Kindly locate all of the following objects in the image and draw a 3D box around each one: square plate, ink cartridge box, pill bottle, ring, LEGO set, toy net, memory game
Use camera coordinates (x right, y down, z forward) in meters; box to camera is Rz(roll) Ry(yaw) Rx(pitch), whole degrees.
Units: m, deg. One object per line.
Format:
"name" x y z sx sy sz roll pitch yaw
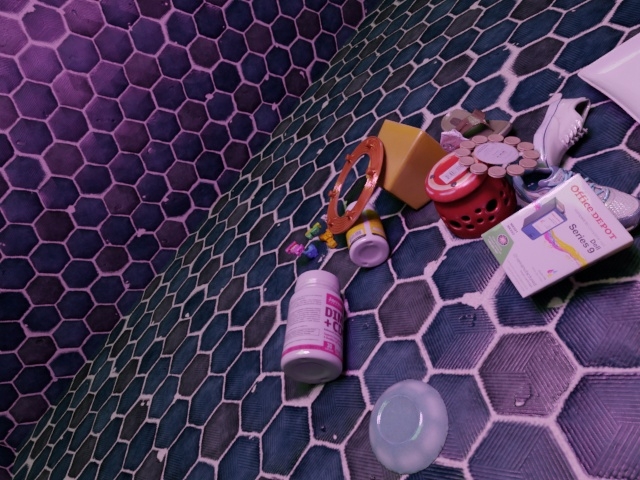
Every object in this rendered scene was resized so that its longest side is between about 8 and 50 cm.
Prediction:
"square plate" 0.823 -0.397 0.895 0.344 0.049 0.347 -32 36 25
"ink cartridge box" 0.460 -0.004 0.808 0.212 0.093 0.154 -37 66 28
"pill bottle" 0.137 -0.026 1.269 0.119 0.119 0.208 -34 35 22
"ring" 0.095 -0.179 1.309 0.336 0.032 0.336 -56 22 37
"LEGO set" 0.000 0.000 1.441 0.227 0.087 0.093 -43 35 -4
"toy net" 0.378 -0.237 1.105 0.122 0.232 0.045 2 68 46
"memory game" 0.407 -0.198 0.950 0.186 0.012 0.186 -5 42 5
"pill bottle" -0.015 0.231 1.138 0.160 0.160 0.283 -28 38 29

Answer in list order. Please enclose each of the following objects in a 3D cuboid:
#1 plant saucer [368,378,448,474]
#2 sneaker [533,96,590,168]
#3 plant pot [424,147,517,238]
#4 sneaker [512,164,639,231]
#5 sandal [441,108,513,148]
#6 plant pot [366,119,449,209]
"plant saucer" 0.173 0.384 0.870 0.195 0.037 0.194 -31 35 26
"sneaker" 0.595 -0.264 1.003 0.091 0.094 0.258 -6 50 52
"plant pot" 0.375 -0.129 1.050 0.191 0.174 0.191 -32 33 24
"sneaker" 0.528 -0.094 0.875 0.110 0.122 0.283 -50 33 -4
"sandal" 0.459 -0.356 1.267 0.120 0.086 0.303 -45 32 5
"plant pot" 0.269 -0.220 1.259 0.187 0.212 0.212 -57 31 9
